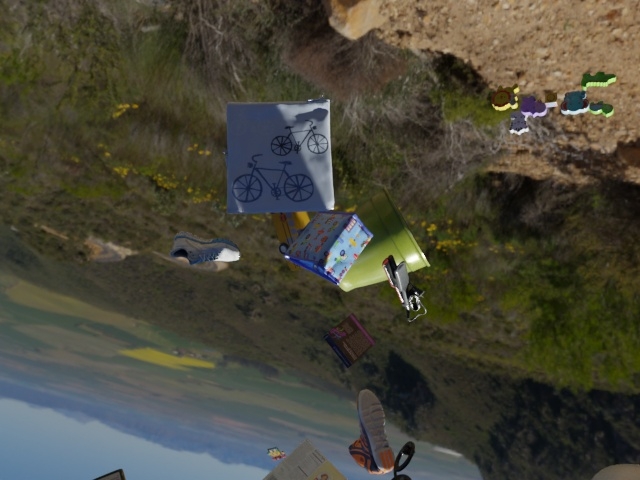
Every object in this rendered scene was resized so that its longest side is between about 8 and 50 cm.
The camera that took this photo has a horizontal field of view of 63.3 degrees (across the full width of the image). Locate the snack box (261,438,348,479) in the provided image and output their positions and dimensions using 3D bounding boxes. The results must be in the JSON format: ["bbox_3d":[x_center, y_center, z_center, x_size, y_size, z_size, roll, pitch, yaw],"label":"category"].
[{"bbox_3d":[-0.005,0.755,1.522,0.322,0.187,0.060,30,147,44],"label":"snack box"}]

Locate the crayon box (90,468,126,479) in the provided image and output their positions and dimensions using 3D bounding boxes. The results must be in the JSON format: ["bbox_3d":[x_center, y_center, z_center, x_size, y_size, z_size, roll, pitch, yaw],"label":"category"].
[{"bbox_3d":[-0.637,0.898,1.539,0.106,0.362,0.313,-7,157,-44],"label":"crayon box"}]

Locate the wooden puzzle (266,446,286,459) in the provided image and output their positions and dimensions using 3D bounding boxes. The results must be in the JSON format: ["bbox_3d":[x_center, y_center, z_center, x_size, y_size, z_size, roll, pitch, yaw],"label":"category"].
[{"bbox_3d":[-0.165,0.783,1.906,0.083,0.006,0.049,-28,98,32],"label":"wooden puzzle"}]

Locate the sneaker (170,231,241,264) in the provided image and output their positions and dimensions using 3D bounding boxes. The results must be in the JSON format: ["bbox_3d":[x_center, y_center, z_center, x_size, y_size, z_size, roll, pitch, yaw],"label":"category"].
[{"bbox_3d":[-0.307,0.037,1.373,0.191,0.082,0.071,8,135,7],"label":"sneaker"}]

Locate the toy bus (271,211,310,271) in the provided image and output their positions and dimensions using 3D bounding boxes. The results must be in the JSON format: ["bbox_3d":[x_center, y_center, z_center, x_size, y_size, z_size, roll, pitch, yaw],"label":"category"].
[{"bbox_3d":[-0.110,-0.044,2.139,0.130,0.332,0.108,-16,-178,31],"label":"toy bus"}]

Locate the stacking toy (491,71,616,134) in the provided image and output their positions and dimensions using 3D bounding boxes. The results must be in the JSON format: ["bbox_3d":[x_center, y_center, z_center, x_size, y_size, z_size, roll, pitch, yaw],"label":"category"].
[{"bbox_3d":[0.483,-0.278,1.072,0.221,0.052,0.167,0,172,30],"label":"stacking toy"}]

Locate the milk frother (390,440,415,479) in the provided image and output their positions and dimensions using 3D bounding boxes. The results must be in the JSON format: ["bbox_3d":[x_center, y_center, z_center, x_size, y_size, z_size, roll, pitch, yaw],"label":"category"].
[{"bbox_3d":[0.204,0.507,1.053,0.135,0.143,0.129,38,165,-20],"label":"milk frother"}]

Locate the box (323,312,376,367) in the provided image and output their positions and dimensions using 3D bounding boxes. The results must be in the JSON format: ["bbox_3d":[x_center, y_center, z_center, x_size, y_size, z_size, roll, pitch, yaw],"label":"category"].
[{"bbox_3d":[0.088,0.293,1.536,0.116,0.162,0.029,51,121,10],"label":"box"}]

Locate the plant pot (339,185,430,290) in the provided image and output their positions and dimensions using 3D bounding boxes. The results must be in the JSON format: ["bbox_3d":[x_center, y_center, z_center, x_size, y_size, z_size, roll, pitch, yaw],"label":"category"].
[{"bbox_3d":[0.195,0.023,2.095,0.353,0.366,0.366,-29,143,10],"label":"plant pot"}]

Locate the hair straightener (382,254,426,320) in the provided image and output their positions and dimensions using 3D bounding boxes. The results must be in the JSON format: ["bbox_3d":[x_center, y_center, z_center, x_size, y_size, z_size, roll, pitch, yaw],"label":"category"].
[{"bbox_3d":[0.223,0.137,1.332,0.089,0.047,0.230,27,148,43],"label":"hair straightener"}]

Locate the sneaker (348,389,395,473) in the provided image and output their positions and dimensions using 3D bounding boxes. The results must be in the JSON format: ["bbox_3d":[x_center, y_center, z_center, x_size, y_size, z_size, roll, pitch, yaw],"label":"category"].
[{"bbox_3d":[0.174,0.775,2.088,0.125,0.320,0.180,6,151,-35],"label":"sneaker"}]

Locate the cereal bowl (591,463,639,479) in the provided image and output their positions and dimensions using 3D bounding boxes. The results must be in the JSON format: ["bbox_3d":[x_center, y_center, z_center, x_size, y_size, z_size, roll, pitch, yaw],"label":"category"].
[{"bbox_3d":[0.550,0.583,0.951,0.141,0.338,0.339,0,153,18],"label":"cereal bowl"}]

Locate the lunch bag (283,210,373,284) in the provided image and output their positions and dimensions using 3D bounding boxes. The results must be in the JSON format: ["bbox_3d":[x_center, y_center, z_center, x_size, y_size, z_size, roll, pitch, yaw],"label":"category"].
[{"bbox_3d":[0.000,0.000,1.854,0.293,0.221,0.138,19,158,50],"label":"lunch bag"}]

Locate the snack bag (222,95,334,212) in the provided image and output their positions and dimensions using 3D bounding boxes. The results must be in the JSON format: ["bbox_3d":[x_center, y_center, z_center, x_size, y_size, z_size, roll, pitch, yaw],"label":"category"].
[{"bbox_3d":[-0.127,-0.252,1.550,0.323,0.342,0.037,-2,-177,-2],"label":"snack bag"}]
